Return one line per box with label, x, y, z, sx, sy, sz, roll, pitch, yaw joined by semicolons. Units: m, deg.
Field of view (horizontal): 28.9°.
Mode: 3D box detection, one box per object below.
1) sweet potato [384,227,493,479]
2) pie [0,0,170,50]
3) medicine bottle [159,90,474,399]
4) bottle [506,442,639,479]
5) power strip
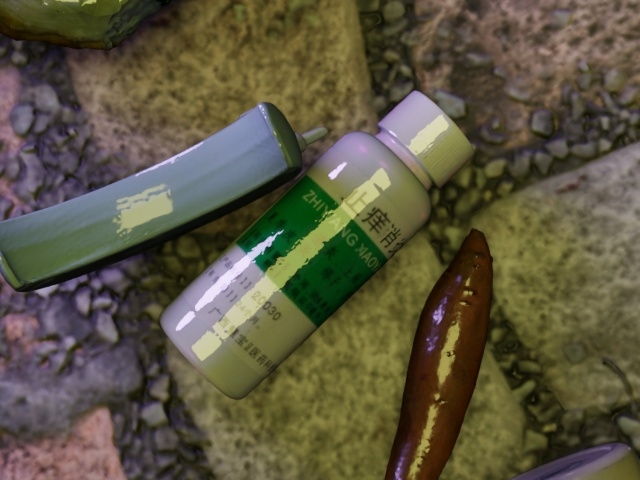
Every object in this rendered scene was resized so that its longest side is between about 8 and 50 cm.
sweet potato;0.087;0.118;0.928;0.057;0.057;0.264;14;84;5
pie;-0.192;-0.304;0.948;0.355;0.103;0.288;-41;84;-15
medicine bottle;0.000;0.000;0.927;0.095;0.095;0.260;44;88;7
bottle;0.212;0.279;0.871;0.120;0.120;0.253;-22;84;1
power strip;-0.110;-0.034;0.900;0.253;0.167;0.054;-25;89;-3
